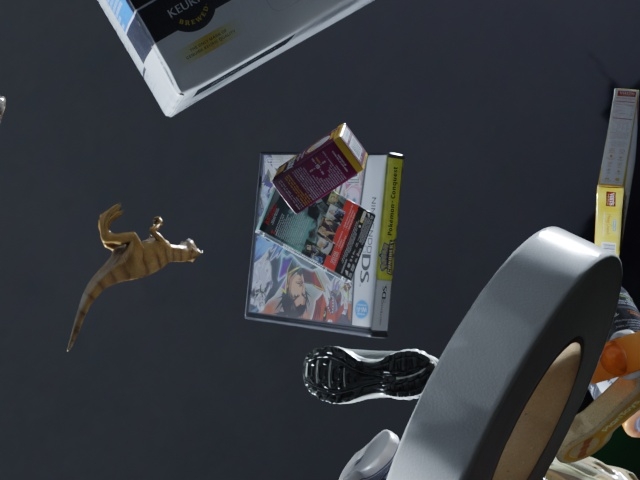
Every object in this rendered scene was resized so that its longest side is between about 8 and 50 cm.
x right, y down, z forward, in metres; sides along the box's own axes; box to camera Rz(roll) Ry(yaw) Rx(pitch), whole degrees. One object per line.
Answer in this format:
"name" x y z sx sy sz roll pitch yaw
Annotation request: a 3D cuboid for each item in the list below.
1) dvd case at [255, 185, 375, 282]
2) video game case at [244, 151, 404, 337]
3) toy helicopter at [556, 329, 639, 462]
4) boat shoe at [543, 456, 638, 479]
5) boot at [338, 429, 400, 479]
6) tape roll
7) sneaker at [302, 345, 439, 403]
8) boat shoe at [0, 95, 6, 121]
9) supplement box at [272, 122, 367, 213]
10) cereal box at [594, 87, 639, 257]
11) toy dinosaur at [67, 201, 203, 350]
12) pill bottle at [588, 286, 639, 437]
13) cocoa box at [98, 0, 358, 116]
"dvd case" -0.004 -0.018 1.551 0.013 0.119 0.087 -27 -142 59
"video game case" 0.000 0.000 2.004 0.275 0.035 0.248 4 -91 48
"toy helicopter" 0.412 0.178 1.842 0.235 0.140 0.355 4 136 -43
"boat shoe" 0.464 0.402 2.277 0.098 0.109 0.302 -29 -154 -26
"boot" 0.092 0.313 1.928 0.069 0.086 0.190 -57 -178 -23
"tape roll" 0.182 0.174 1.421 0.392 0.072 0.392 -48 153 -34
"sneaker" 0.093 0.238 2.508 0.272 0.100 0.108 0 175 27
"boat shoe" -0.530 -0.141 2.025 0.355 0.130 0.132 143 -40 -65
"supplement box" 0.000 -0.071 1.404 0.083 0.043 0.055 -34 -167 15
"cereal box" 0.490 -0.111 2.368 0.173 0.047 0.240 81 21 -45
"toy dinosaur" -0.214 0.022 1.584 0.211 0.112 0.064 -28 174 -39
"pill bottle" 0.475 0.193 2.265 0.130 0.130 0.245 -45 -139 23
"cocoa box" -0.070 -0.323 1.548 0.347 0.228 0.231 -31 -176 -9
